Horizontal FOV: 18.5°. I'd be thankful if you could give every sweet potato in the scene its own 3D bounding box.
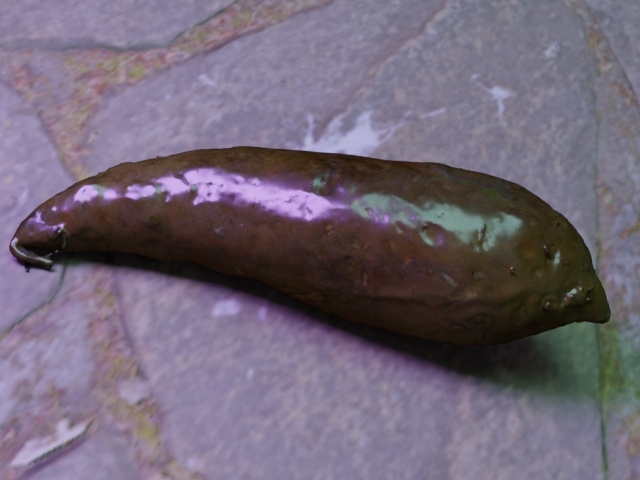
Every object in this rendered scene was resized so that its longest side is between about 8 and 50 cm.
[{"bbox_3d":[-0.002,-0.005,1.396,0.422,0.130,0.130,9,37,2],"label":"sweet potato"}]
